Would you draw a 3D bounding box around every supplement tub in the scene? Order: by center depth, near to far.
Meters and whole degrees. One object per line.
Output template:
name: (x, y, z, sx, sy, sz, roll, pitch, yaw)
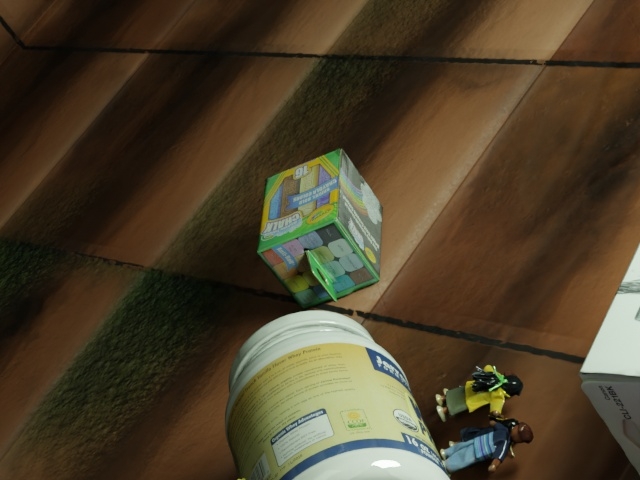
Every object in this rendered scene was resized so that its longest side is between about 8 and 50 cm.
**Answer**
supplement tub: (0.014, 0.246, 1.732, 0.228, 0.228, 0.316, -32, 34, 7)

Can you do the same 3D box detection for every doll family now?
doll family: (0.196, 0.207, 1.763, 0.111, 0.076, 0.193, -20, 42, 17)

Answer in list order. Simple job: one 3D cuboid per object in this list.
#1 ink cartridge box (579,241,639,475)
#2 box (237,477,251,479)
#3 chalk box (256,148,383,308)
ink cartridge box: (0.402, 0.100, 1.588, 0.114, 0.197, 0.273, 1, 49, 43)
box: (-0.040, 0.429, 1.479, 0.079, 0.322, 0.257, 7, 54, 45)
chalk box: (0.000, 0.000, 2.127, 0.132, 0.132, 0.213, -21, 36, 22)
